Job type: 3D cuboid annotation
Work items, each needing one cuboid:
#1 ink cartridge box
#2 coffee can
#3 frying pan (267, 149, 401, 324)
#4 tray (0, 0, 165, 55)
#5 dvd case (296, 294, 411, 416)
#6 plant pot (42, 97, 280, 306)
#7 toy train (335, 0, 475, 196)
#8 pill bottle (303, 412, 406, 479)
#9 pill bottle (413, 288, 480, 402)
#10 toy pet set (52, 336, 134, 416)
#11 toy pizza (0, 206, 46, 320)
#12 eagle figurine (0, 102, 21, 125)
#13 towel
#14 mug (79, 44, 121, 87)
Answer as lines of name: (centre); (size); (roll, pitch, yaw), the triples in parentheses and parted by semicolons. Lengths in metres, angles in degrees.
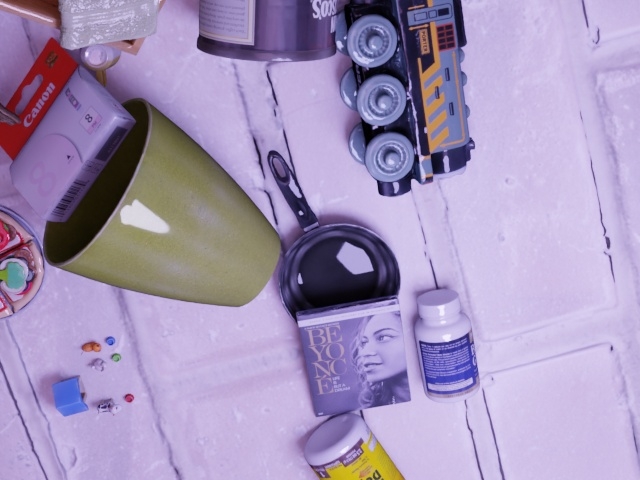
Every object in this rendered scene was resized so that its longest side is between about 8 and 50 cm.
ink cartridge box: (-0.395, -0.167, 1.756); (0.232, 0.066, 0.189); (43, 104, 25)
coffee can: (-0.071, -0.403, 1.695); (0.201, 0.201, 0.275); (1, 108, -4)
frying pan: (-0.018, 0.023, 1.920); (0.326, 0.053, 0.197); (40, 102, -15)
tray: (-0.386, -0.408, 1.631); (0.411, 0.076, 0.203); (14, 117, -40)
dvd case: (0.057, 0.192, 1.970); (0.164, 0.018, 0.221); (-9, 124, 0)
plant pot: (-0.214, -0.022, 1.807); (0.293, 0.275, 0.275); (30, 105, -29)
toy train: (0.131, -0.232, 1.807); (0.190, 0.142, 0.334); (-13, 109, -9)
pill bottle: (0.073, 0.402, 2.020); (0.117, 0.117, 0.215); (-32, 108, 7)
pill bottle: (0.202, 0.169, 1.962); (0.094, 0.094, 0.169); (-11, 109, 0)
toy pet set: (-0.374, 0.235, 1.963); (0.114, 0.065, 0.122); (-15, 108, 2)
toy pizza: (-0.534, 0.039, 1.904); (0.201, 0.032, 0.201); (-1, 109, -3)
eagle figurine: (-0.589, -0.127, 1.767); (0.298, 0.226, 0.225); (-40, 127, 4)
towel: (-0.295, -0.324, 1.691); (0.148, 0.027, 0.110); (-14, 132, -24)
mug: (-0.325, -0.273, 1.796); (0.062, 0.064, 0.078); (-34, 108, 7)
